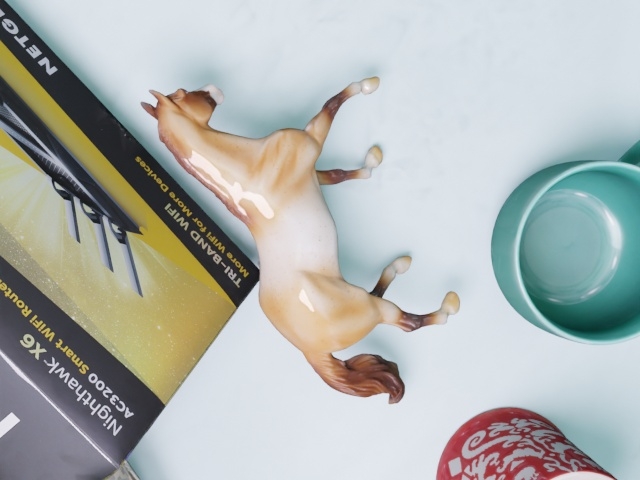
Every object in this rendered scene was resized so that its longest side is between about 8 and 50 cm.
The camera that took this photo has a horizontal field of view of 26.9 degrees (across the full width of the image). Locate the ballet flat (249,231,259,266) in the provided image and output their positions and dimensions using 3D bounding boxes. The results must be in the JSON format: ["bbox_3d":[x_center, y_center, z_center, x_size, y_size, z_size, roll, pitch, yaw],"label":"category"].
[{"bbox_3d":[-0.030,0.002,0.974,0.041,0.041,0.114,-16,95,-7],"label":"ballet flat"}]

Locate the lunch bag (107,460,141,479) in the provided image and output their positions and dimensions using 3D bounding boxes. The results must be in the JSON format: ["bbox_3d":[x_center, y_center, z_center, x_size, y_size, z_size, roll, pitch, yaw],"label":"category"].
[{"bbox_3d":[-0.267,0.179,0.881,0.287,0.169,0.235,-32,100,-10],"label":"lunch bag"}]

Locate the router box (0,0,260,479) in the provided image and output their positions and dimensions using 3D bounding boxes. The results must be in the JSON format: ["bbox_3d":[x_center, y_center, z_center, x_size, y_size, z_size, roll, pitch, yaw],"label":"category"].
[{"bbox_3d":[-0.203,-0.014,0.843,0.309,0.243,0.081,46,121,-8],"label":"router box"}]

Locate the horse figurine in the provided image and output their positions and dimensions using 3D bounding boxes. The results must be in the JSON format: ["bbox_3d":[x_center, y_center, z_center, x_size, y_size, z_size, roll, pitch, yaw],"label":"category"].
[{"bbox_3d":[0.000,0.000,0.926,0.174,0.066,0.263,-20,92,-39],"label":"horse figurine"}]

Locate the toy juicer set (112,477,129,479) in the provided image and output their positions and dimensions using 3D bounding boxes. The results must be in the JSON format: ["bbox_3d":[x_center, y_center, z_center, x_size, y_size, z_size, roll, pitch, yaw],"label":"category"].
[{"bbox_3d":[-0.211,0.192,0.763,0.328,0.089,0.209,6,93,1],"label":"toy juicer set"}]

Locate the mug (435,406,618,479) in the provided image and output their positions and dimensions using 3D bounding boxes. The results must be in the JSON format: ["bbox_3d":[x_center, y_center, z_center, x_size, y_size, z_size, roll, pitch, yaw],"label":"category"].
[{"bbox_3d":[0.147,0.204,0.938,0.113,0.169,0.150,26,89,-9],"label":"mug"}]

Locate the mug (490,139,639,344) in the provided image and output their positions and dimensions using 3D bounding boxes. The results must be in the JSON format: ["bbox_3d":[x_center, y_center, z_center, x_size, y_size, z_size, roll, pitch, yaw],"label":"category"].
[{"bbox_3d":[0.202,0.002,0.972,0.157,0.097,0.130,-21,95,-7],"label":"mug"}]
